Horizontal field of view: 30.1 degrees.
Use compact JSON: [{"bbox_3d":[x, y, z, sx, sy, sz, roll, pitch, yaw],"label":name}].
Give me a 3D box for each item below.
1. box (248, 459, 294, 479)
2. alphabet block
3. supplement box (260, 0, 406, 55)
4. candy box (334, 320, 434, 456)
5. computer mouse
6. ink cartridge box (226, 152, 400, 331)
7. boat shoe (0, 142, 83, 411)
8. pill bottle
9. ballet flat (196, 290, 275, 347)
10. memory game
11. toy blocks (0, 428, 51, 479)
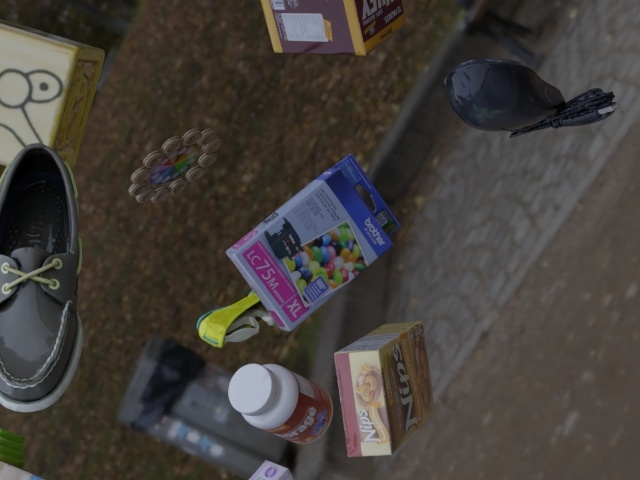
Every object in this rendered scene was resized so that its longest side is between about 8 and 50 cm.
[{"bbox_3d":[-0.169,0.545,2.194,0.067,0.063,0.324,14,48,42],"label":"box"},{"bbox_3d":[-0.440,-0.212,1.696,0.193,0.197,0.192,-79,7,-80],"label":"alphabet block"},{"bbox_3d":[0.012,-0.419,1.957,0.129,0.194,0.191,-42,-51,-41],"label":"supplement box"},{"bbox_3d":[0.121,0.260,2.142,0.316,0.087,0.183,-17,-81,-71],"label":"candy box"},{"bbox_3d":[0.274,-0.181,1.643,0.188,0.272,0.072,-11,75,38],"label":"computer mouse"},{"bbox_3d":[0.000,0.000,2.206,0.311,0.186,0.065,-40,16,-17],"label":"ink cartridge box"},{"bbox_3d":[-0.304,0.032,1.246,0.091,0.109,0.305,97,169,-51],"label":"boat shoe"},{"bbox_3d":[-0.075,0.298,2.200,0.216,0.121,0.121,35,-100,-55],"label":"pill bottle"},{"bbox_3d":[-0.127,0.140,2.242,0.231,0.077,0.077,-27,-40,-37],"label":"ballet flat"},{"bbox_3d":[-0.248,-0.126,2.041,0.186,0.012,0.186,-32,-19,-13],"label":"memory game"},{"bbox_3d":[-0.488,0.502,1.837,0.261,0.190,0.381,2,66,54],"label":"toy blocks"}]
